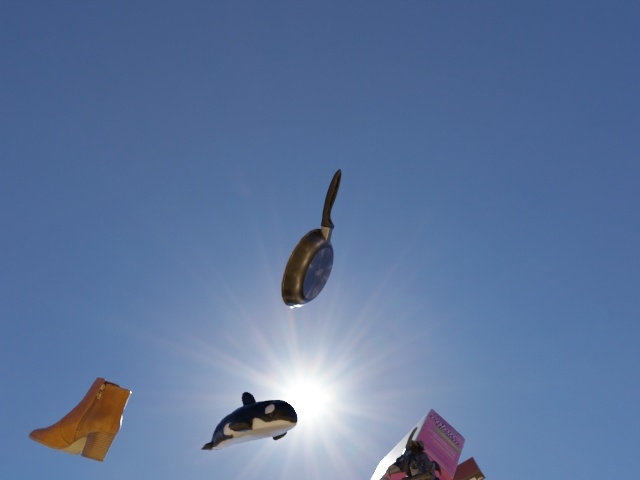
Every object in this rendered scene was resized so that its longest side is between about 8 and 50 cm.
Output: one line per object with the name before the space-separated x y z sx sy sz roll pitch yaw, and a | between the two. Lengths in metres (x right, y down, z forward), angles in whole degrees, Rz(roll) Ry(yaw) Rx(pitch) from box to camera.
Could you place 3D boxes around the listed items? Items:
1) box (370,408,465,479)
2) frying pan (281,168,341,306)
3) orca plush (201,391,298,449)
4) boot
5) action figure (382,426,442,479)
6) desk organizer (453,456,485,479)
box | 0.228 0.558 1.584 0.117 0.243 0.214 41 -74 11
frying pan | 0.006 0.016 1.544 0.326 0.053 0.197 -59 -27 -18
orca plush | -0.158 0.400 1.482 0.151 0.102 0.287 14 -35 -27
boot | -0.655 0.479 1.792 0.295 0.211 0.104 1 -29 29
action figure | 0.165 0.479 1.195 0.140 0.276 0.164 -12 -54 2
desk organizer | 0.396 0.677 1.854 0.130 0.050 0.047 -32 -59 6
